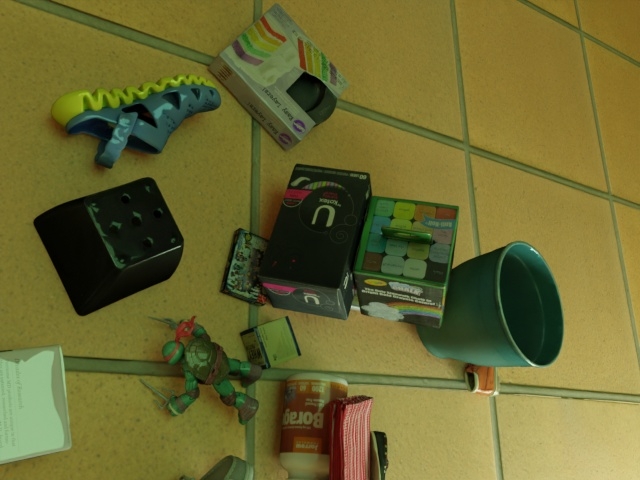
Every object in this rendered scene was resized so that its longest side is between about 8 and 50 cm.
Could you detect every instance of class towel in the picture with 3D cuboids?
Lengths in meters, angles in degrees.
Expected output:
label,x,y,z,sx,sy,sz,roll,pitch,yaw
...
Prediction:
label,x,y,z,sx,sy,sz,roll,pitch,yaw
towel,0.061,0.389,1.196,0.275,0.031,0.198,35,55,-71

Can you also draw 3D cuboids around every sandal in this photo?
label,x,y,z,sx,sy,sz,roll,pitch,yaw
sandal,-0.326,-0.222,1.215,0.318,0.126,0.138,-22,90,-30

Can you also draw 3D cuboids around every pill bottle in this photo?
label,x,y,z,sx,sy,sz,roll,pitch,yaw
pill bottle,-0.013,0.364,1.213,0.121,0.121,0.216,18,63,-30

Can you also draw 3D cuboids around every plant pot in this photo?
label,x,y,z,sx,sy,sz,roll,pitch,yaw
plant pot,-0.337,-0.008,1.091,0.188,0.167,0.188,-25,88,-39
plant pot,0.362,0.160,1.457,0.272,0.255,0.271,16,66,-41

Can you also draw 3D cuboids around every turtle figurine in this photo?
label,x,y,z,sx,sy,sz,roll,pitch,yaw
turtle figurine,-0.210,0.225,1.135,0.234,0.118,0.175,34,57,-28

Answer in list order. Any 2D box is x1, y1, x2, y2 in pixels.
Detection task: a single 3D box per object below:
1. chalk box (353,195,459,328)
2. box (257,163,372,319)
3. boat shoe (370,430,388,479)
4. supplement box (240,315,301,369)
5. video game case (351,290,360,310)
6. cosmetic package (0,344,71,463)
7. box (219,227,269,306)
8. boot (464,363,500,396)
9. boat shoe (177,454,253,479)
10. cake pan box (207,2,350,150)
label,x,y,z,sx,sy,sz,roll,pitch,yaw
chalk box,0.173,0.031,1.289,0.181,0.289,0.179,10,63,12
box,0.000,0.000,1.301,0.166,0.143,0.270,8,61,14
boat shoe,0.121,0.456,1.321,0.042,0.049,0.132,8,64,-25
supplement box,-0.096,0.200,1.255,0.083,0.056,0.083,-16,83,-38
video game case,0.140,0.077,1.490,0.213,0.023,0.193,15,65,-32
cosmetic package,-0.470,0.242,0.914,0.184,0.151,0.151,-2,74,-37
box,-0.141,0.054,1.296,0.094,0.027,0.136,24,60,-28
boot,0.385,0.294,1.566,0.085,0.059,0.157,9,69,-27
boat shoe,-0.236,0.455,1.028,0.320,0.118,0.103,-40,102,-31
cake pan box,-0.084,-0.367,1.467,0.267,0.070,0.245,47,55,-13
